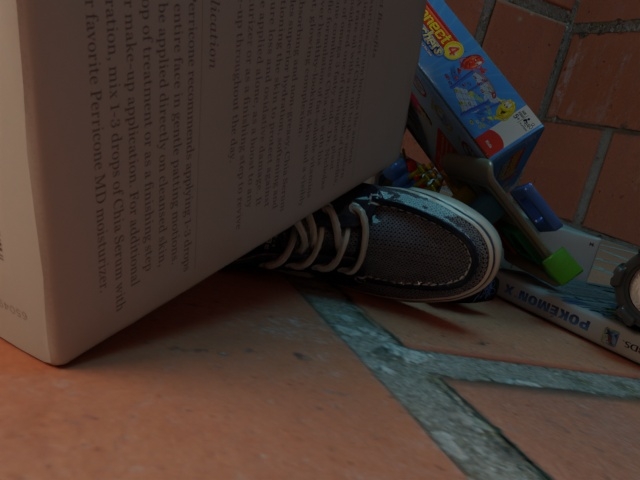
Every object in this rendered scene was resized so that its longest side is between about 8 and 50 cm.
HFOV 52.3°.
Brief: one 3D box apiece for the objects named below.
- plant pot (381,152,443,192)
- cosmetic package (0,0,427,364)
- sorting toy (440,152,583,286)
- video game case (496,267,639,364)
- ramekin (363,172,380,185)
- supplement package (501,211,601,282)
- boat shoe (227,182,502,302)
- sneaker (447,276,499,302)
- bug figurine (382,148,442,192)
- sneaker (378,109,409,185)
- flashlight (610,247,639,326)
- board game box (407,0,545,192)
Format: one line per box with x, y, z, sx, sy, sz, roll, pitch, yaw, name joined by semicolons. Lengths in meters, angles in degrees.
0.162;-0.111;1.385;0.165;0.167;0.167;27;12;12;plant pot
-0.081;-0.130;0.502;0.162;0.230;0.453;21;30;24;cosmetic package
0.238;-0.027;0.906;0.196;0.047;0.347;53;0;-14;sorting toy
0.430;0.114;0.882;0.329;0.036;0.300;10;12;-36;video game case
-0.005;-0.113;0.992;0.207;0.207;0.109;14;20;-12;ramekin
0.390;0.019;1.137;0.105;0.105;0.179;16;9;-3;supplement package
0.000;0.000;0.649;0.341;0.127;0.158;11;14;20;boat shoe
0.131;0.019;0.830;0.090;0.081;0.232;14;17;-26;sneaker
0.168;-0.050;1.013;0.216;0.072;0.279;58;14;2;bug figurine
0.091;-0.184;1.161;0.131;0.148;0.350;49;-27;7;sneaker
0.434;0.056;0.816;0.103;0.103;0.304;50;23;23;flashlight
0.193;-0.213;1.009;0.302;0.086;0.308;56;1;13;board game box
